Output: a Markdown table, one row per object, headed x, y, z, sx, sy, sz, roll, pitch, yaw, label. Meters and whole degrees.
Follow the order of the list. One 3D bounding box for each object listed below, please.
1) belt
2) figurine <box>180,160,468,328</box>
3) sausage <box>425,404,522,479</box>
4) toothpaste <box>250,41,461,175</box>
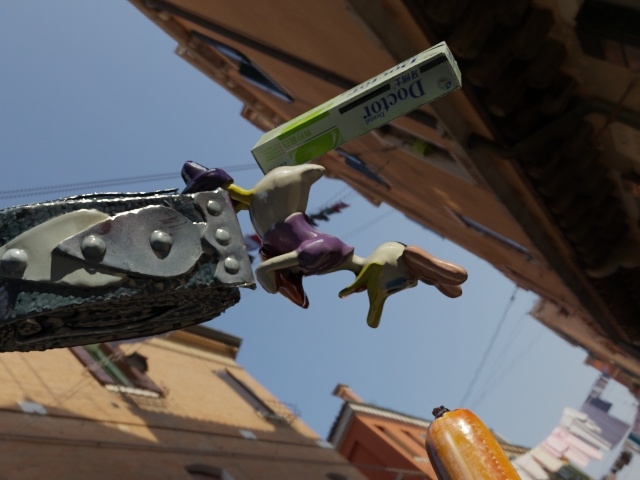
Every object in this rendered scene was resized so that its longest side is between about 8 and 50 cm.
| x | y | z | sx | sy | sz | roll | pitch | yaw | label |
| --- | --- | --- | --- | --- | --- | --- | --- | --- | --- |
| -0.180 | 0.015 | 0.583 | 0.218 | 0.128 | 0.122 | -7 | -21 | -35 | belt |
| -0.006 | 0.002 | 0.973 | 0.193 | 0.421 | 0.154 | -58 | -13 | -5 | figurine |
| 0.144 | 0.229 | 0.395 | 0.053 | 0.347 | 0.053 | -11 | -52 | -14 | sausage |
| 0.052 | -0.198 | 1.069 | 0.067 | 0.337 | 0.081 | 58 | -157 | -19 | toothpaste |
